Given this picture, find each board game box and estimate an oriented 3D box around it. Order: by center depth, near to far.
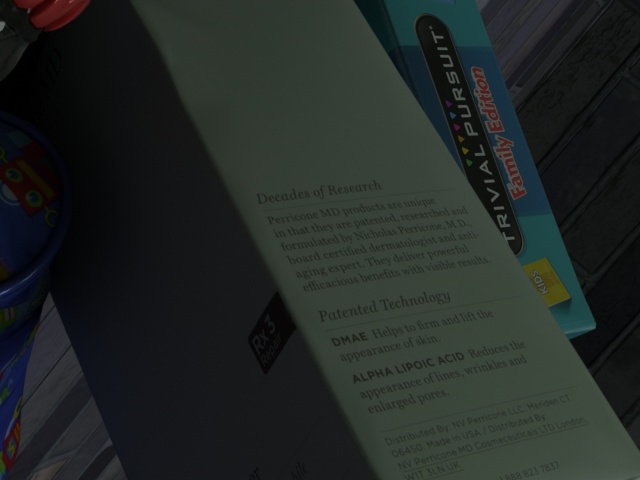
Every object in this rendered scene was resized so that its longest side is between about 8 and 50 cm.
[{"bbox_3d":[0.000,0.000,0.909,0.079,0.253,0.336,-6,161,-36],"label":"board game box"}]

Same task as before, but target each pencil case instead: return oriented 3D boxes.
[{"bbox_3d":[-0.221,0.054,0.792,0.133,0.119,0.306,-61,178,-37],"label":"pencil case"}]

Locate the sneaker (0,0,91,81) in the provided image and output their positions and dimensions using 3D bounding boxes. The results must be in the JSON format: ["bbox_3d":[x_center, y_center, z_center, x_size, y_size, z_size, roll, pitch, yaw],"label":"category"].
[{"bbox_3d":[-0.172,-0.098,0.491,0.135,0.098,0.276,-51,171,1],"label":"sneaker"}]

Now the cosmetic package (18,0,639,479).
[{"bbox_3d":[-0.024,0.033,0.749,0.156,0.385,0.217,-9,144,-36],"label":"cosmetic package"}]
